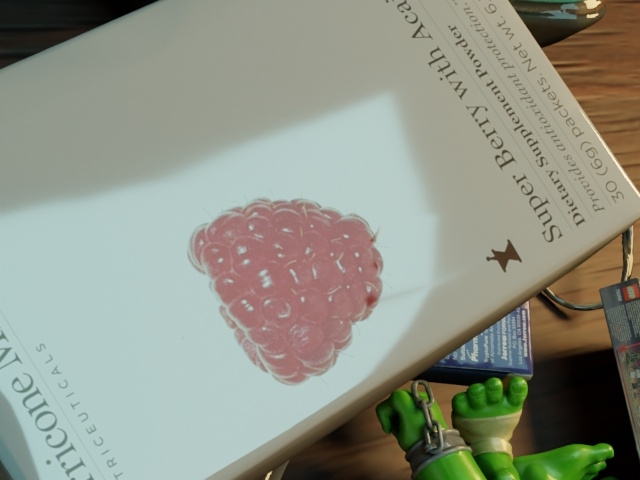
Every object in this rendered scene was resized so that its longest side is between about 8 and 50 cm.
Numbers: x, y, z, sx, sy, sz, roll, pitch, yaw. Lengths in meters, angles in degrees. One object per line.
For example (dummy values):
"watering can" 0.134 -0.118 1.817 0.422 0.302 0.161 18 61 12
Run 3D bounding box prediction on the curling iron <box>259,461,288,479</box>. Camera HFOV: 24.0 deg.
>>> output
"curling iron" -0.072 0.162 0.659 0.068 0.035 0.274 45 45 -4

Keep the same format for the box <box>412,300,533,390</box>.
"box" 0.000 0.000 0.782 0.225 0.036 0.136 7 69 -19

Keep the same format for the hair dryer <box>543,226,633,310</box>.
"hair dryer" 0.078 -0.095 0.930 0.223 0.080 0.294 2 75 -40

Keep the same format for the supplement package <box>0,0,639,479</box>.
"supplement package" -0.047 0.008 0.635 0.293 0.175 0.177 -30 83 -30

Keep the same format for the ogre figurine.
"ogre figurine" 0.115 0.151 0.776 0.197 0.097 0.118 51 18 -47

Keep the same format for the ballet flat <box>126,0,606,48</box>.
"ballet flat" 0.013 -0.128 0.808 0.280 0.096 0.095 19 31 19

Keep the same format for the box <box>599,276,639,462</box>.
"box" 0.202 0.102 0.887 0.094 0.027 0.137 46 31 -54
